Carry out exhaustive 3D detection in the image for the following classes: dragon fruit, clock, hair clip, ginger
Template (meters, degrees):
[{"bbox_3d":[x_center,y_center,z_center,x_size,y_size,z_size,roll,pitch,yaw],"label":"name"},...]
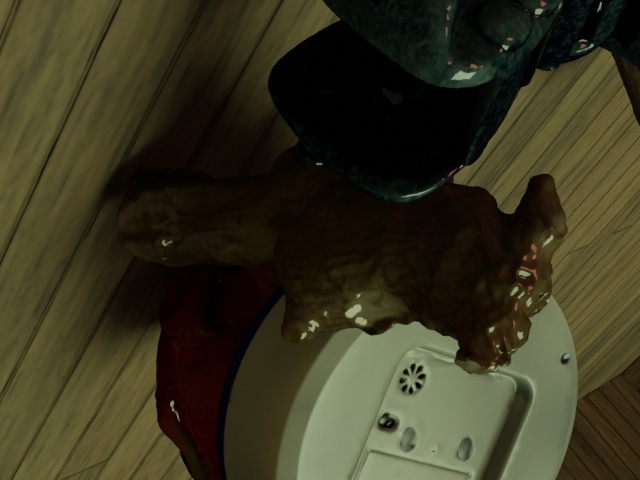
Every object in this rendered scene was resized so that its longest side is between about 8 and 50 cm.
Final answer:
[{"bbox_3d":[-0.022,0.103,0.878,0.234,0.233,0.293,87,19,-67],"label":"dragon fruit"},{"bbox_3d":[0.052,0.110,0.768,0.230,0.083,0.230,-11,112,-29],"label":"clock"},{"bbox_3d":[0.116,-0.149,0.624,0.310,0.206,0.194,-13,147,-20],"label":"hair clip"},{"bbox_3d":[0.002,0.001,0.685,0.084,0.290,0.122,36,74,-44],"label":"ginger"}]

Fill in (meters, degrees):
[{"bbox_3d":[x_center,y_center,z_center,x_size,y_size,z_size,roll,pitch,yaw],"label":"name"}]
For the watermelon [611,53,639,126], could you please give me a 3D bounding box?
[{"bbox_3d":[0.314,-0.175,0.955,0.228,0.387,0.258,-22,125,23],"label":"watermelon"}]
